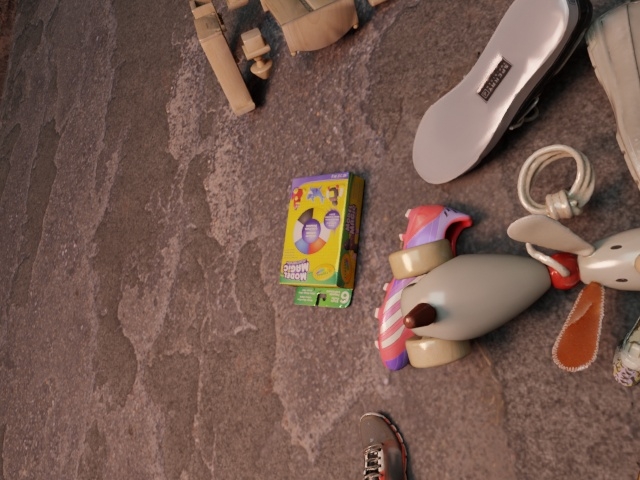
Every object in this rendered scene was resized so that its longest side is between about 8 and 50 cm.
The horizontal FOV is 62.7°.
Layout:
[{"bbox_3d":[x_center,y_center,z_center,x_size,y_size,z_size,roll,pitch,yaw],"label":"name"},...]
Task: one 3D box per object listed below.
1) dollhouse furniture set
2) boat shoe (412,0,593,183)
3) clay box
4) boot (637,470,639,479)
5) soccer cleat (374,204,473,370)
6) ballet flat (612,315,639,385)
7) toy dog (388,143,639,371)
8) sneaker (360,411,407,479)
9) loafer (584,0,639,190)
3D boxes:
[{"bbox_3d":[-0.056,-0.427,1.074,0.355,0.174,0.303,-23,46,0],"label":"dollhouse furniture set"},{"bbox_3d":[0.243,-0.201,0.728,0.113,0.104,0.306,52,135,27],"label":"boat shoe"},{"bbox_3d":[0.000,0.000,0.900,0.127,0.053,0.222,-2,76,39],"label":"clay box"},{"bbox_3d":[0.405,0.230,0.501,0.165,0.077,0.213,13,83,38],"label":"boot"},{"bbox_3d":[0.147,0.068,0.751,0.095,0.083,0.248,10,81,35],"label":"soccer cleat"},{"bbox_3d":[0.362,0.111,0.591,0.041,0.041,0.114,33,99,39],"label":"ballet flat"},{"bbox_3d":[0.218,0.051,0.605,0.333,0.161,0.220,-38,82,20],"label":"toy dog"},{"bbox_3d":[0.086,0.319,0.736,0.061,0.065,0.158,-34,59,27],"label":"sneaker"},{"bbox_3d":[0.395,-0.145,0.589,0.111,0.112,0.320,-25,62,40],"label":"loafer"}]
